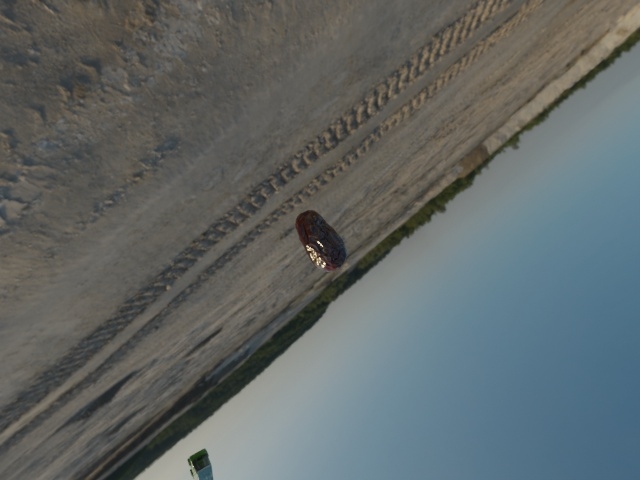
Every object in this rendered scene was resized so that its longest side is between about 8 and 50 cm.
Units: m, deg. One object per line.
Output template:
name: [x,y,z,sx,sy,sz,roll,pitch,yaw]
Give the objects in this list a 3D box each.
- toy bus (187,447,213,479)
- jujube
toy bus: [-0.186,0.361,0.648,0.031,0.037,0.083,-19,138,-29]
jujube: [0.000,0.000,0.788,0.077,0.129,0.077,-30,-166,8]
